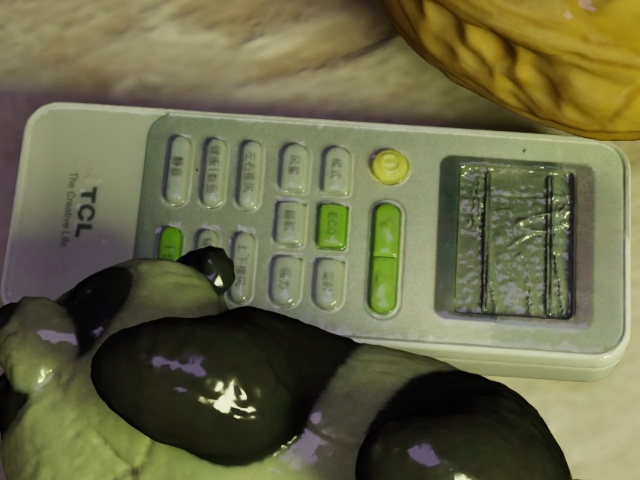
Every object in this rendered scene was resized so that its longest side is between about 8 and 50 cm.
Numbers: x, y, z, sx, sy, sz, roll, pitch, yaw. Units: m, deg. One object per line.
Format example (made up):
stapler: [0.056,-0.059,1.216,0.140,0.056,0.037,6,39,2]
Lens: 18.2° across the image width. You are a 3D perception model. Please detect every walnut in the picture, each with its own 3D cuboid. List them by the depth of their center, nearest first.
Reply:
walnut: [0.105,-0.123,0.800,0.206,0.159,0.159,28,67,22]

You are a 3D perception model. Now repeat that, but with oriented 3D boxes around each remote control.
remote control: [0.000,0.000,0.810,0.250,0.034,0.103,5,65,0]

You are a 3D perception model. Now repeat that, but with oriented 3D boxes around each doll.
doll: [-0.015,0.089,0.717,0.234,0.143,0.135,18,22,8]
